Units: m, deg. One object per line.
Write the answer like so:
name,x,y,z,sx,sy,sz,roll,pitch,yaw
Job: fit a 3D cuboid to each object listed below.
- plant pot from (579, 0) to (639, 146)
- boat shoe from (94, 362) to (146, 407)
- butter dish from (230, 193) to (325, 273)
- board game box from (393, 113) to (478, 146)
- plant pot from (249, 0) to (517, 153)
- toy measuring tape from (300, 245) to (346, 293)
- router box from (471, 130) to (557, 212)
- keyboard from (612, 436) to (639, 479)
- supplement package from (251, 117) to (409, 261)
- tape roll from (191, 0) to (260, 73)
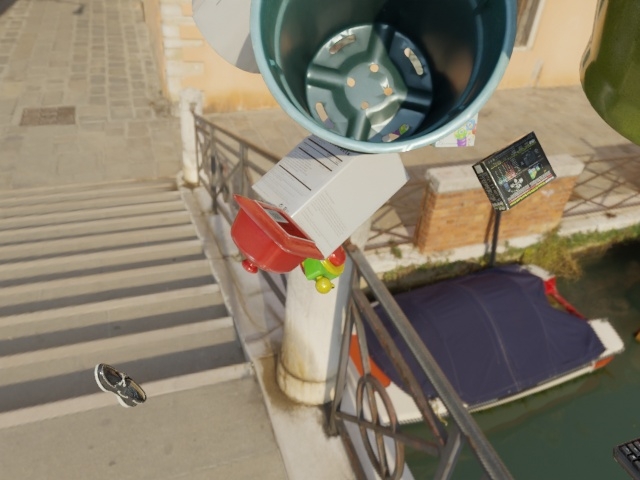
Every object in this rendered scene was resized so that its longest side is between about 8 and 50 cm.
plant pot,0.420,-0.262,0.466,0.366,0.353,0.366,0,59,0
boat shoe,-0.351,0.254,0.932,0.038,0.125,0.046,-12,40,10
butter dish,-0.099,0.009,0.958,0.160,0.118,0.160,46,14,24
board game box,0.353,-0.388,1.671,0.144,0.142,0.275,-5,20,-20
plant pot,0.085,-0.286,0.836,0.341,0.341,0.334,8,2,2
toy measuring tape,0.000,0.000,1.391,0.121,0.121,0.330,-1,54,-10
router box,0.330,-0.117,0.897,0.122,0.092,0.038,-31,4,-17
keyboard,0.457,0.306,0.633,0.108,0.023,0.180,-12,31,-9
supplement package,0.026,-0.134,1.227,0.293,0.177,0.175,-43,46,-5
tape roll,-0.144,-0.531,1.202,0.246,0.169,0.246,24,53,-36
